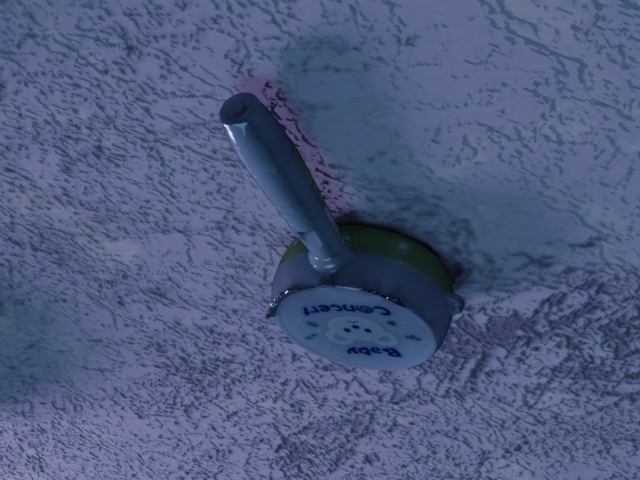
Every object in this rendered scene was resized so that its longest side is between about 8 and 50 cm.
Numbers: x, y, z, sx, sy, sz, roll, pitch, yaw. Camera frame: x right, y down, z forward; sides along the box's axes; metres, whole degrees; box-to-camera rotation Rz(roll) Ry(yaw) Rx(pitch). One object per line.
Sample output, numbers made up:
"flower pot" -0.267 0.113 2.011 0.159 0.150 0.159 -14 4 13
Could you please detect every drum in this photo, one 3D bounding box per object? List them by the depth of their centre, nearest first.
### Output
"drum" 0.020 0.002 0.923 0.130 0.049 0.253 7 149 11
